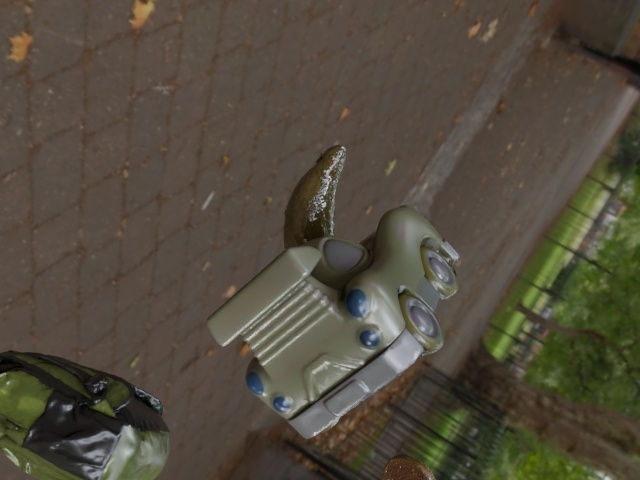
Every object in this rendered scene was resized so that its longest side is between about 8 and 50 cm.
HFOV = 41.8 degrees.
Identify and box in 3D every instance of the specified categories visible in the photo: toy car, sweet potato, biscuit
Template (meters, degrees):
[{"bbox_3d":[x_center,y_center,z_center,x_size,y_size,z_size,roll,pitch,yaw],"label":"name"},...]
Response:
[{"bbox_3d":[0.025,0.077,1.125,0.242,0.226,0.336,-42,-173,27],"label":"toy car"},{"bbox_3d":[-0.002,0.003,1.351,0.124,0.098,0.309,-37,131,-40],"label":"sweet potato"},{"bbox_3d":[0.190,0.505,1.662,0.124,0.175,0.026,-31,176,40],"label":"biscuit"}]

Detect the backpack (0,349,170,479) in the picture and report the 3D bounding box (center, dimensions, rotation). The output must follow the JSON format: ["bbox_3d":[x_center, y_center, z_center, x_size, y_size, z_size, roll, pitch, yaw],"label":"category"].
[{"bbox_3d":[-0.306,0.211,1.005,0.207,0.254,0.140,85,30,-75],"label":"backpack"}]

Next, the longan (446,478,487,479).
[{"bbox_3d":[0.154,0.400,0.929,0.300,0.243,0.300,-39,169,-9],"label":"longan"}]
